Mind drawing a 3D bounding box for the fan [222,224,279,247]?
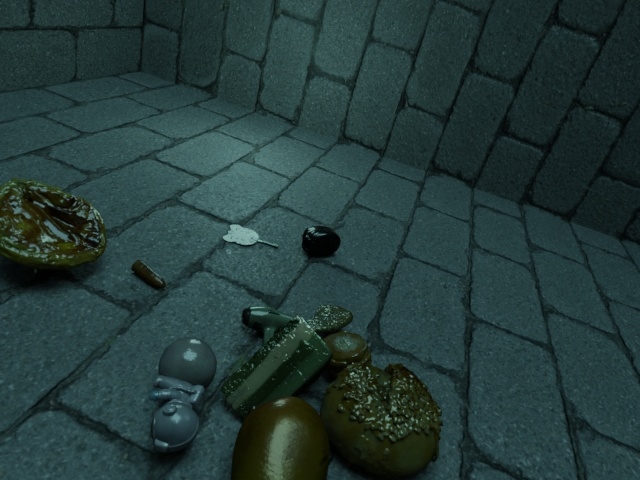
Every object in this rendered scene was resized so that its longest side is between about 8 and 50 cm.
[{"bbox_3d":[-0.279,-0.008,1.903,0.226,0.008,0.153,16,28,1],"label":"fan"}]

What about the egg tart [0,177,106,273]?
[{"bbox_3d":[-0.854,-0.021,1.432,0.351,0.153,0.340,13,41,-32],"label":"egg tart"}]

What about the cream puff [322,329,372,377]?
[{"bbox_3d":[0.072,0.341,1.362,0.150,0.115,0.165,-24,37,-31],"label":"cream puff"}]

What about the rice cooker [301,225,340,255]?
[{"bbox_3d":[0.000,0.000,1.927,0.165,0.112,0.106,5,25,-19],"label":"rice cooker"}]

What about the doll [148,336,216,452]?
[{"bbox_3d":[-0.329,0.367,1.102,0.150,0.151,0.287,10,34,-11],"label":"doll"}]

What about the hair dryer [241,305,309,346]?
[{"bbox_3d":[-0.113,0.289,1.423,0.218,0.088,0.225,-3,48,-38],"label":"hair dryer"}]

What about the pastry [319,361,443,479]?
[{"bbox_3d":[0.163,0.432,1.171,0.315,0.184,0.285,20,35,3],"label":"pastry"}]

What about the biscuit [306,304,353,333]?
[{"bbox_3d":[0.035,0.250,1.470,0.141,0.038,0.290,-5,5,13],"label":"biscuit"}]

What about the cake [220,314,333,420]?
[{"bbox_3d":[-0.104,0.329,1.211,0.158,0.172,0.283,44,39,17],"label":"cake"}]

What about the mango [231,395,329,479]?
[{"bbox_3d":[-0.084,0.488,0.988,0.211,0.173,0.318,15,41,-15],"label":"mango"}]

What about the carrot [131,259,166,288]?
[{"bbox_3d":[-0.557,0.115,1.510,0.139,0.048,0.048,32,32,23],"label":"carrot"}]
